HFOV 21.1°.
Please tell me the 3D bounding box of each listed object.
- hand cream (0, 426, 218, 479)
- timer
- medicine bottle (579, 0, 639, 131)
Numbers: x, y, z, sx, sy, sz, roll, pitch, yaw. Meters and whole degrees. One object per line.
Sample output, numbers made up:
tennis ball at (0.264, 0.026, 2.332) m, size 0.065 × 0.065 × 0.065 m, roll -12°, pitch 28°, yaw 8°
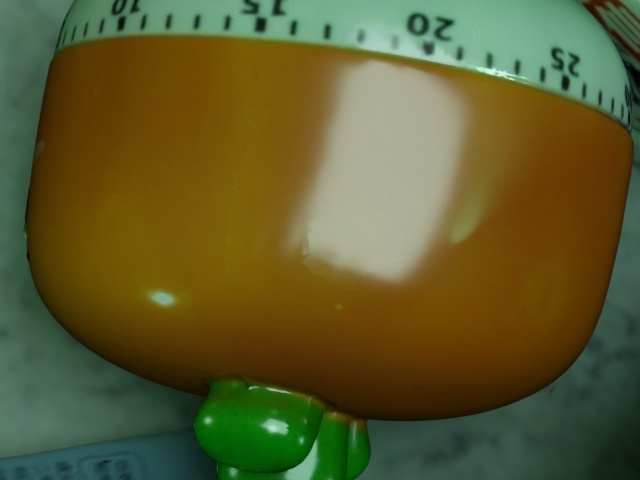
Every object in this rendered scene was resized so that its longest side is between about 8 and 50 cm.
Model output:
hand cream at (-0.112, 0.087, 0.351) m, size 0.256 × 0.055 × 0.088 m, roll -4°, pitch 72°, yaw -20°
timer at (0.000, 0.000, 0.378) m, size 0.136 × 0.099 × 0.136 m, roll -1°, pitch 86°, yaw 8°
medicine bottle at (0.137, -0.121, 0.428) m, size 0.078 × 0.115 × 0.219 m, roll 42°, pitch 72°, yaw -8°
